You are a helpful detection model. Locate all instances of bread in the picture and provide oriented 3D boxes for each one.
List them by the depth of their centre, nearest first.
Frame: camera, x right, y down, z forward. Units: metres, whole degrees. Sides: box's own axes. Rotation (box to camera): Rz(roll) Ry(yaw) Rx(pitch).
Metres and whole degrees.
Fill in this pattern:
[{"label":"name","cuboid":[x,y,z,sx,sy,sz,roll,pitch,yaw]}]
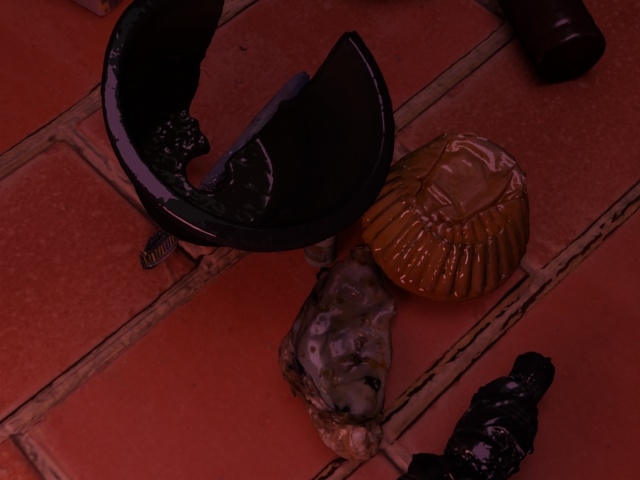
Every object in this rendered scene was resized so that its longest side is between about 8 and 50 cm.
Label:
[{"label":"bread","cuboid":[0.175,-0.030,1.389,0.239,0.139,0.240,5,61,-8]}]

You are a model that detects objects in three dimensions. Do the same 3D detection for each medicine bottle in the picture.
[{"label":"medicine bottle","cuboid":[0.000,0.000,1.403,0.047,0.083,0.047,1,60,-2]}]

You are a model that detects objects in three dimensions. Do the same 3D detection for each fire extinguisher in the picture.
[{"label":"fire extinguisher","cuboid":[0.323,-0.413,1.629,0.135,0.114,0.337,-3,57,-28]}]

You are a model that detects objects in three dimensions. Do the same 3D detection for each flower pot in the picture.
[{"label":"flower pot","cuboid":[-0.123,-0.123,1.336,0.379,0.251,0.380,8,68,-22]}]

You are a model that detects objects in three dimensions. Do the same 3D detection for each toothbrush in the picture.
[{"label":"toothbrush","cuboid":[-0.132,-0.112,1.493,0.035,0.042,0.413,29,61,14]}]

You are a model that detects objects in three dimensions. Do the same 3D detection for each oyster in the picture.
[{"label":"oyster","cuboid":[0.036,0.139,1.336,0.166,0.094,0.294,28,50,-3]}]

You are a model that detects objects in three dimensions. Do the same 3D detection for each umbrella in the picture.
[{"label":"umbrella","cuboid":[0.181,0.276,1.241,0.128,0.154,0.337,54,45,-16]}]

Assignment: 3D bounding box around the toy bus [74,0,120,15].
[{"label":"toy bus","cuboid":[-0.458,-0.494,1.671,0.342,0.097,0.138,28,70,12]}]
